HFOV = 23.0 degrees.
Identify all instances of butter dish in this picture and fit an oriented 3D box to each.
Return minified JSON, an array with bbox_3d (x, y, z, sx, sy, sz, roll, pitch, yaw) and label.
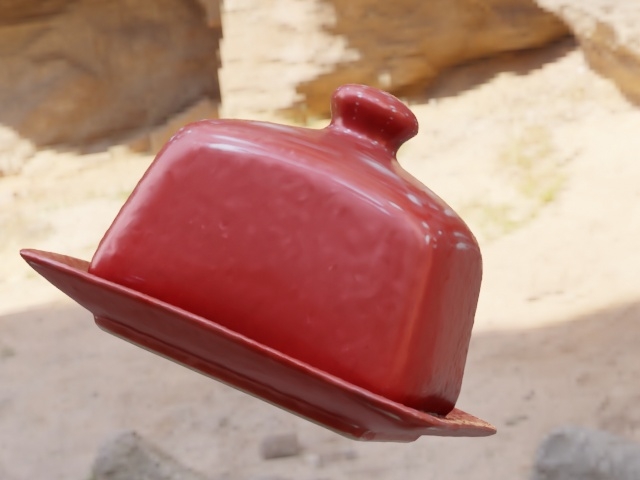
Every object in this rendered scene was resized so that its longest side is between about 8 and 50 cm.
[{"bbox_3d":[0.000,0.000,0.575,0.160,0.118,0.160,22,-1,16],"label":"butter dish"}]
